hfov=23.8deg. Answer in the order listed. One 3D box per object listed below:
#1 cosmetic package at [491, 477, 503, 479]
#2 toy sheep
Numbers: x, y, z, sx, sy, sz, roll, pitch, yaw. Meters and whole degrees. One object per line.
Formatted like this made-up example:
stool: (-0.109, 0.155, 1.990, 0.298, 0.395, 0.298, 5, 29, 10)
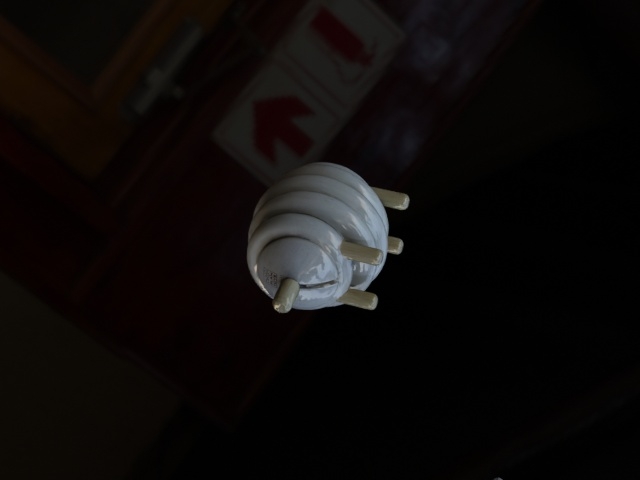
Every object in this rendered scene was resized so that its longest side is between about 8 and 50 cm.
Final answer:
cosmetic package: (0.069, 0.293, 1.099, 0.238, 0.107, 0.127, -39, 173, -26)
toy sheep: (0.000, 0.000, 0.893, 0.091, 0.091, 0.132, -34, -166, 31)
